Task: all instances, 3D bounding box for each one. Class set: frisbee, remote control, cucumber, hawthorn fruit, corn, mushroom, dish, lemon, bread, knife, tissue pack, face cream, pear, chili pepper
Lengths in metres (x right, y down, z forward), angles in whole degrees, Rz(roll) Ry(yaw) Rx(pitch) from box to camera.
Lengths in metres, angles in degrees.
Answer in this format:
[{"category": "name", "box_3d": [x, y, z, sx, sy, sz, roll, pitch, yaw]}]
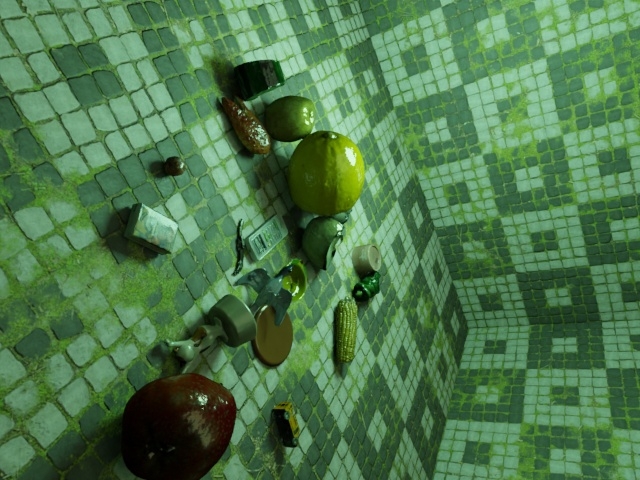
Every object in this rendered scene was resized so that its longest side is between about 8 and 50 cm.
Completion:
[{"category": "frisbee", "box_3d": [-0.183, 0.367, 1.815, 0.250, 0.021, 0.251, 24, 61, -52]}, {"category": "remote control", "box_3d": [-0.214, -0.017, 1.859, 0.250, 0.034, 0.103, -46, 119, -52]}, {"category": "cucumber", "box_3d": [-0.245, -0.644, 1.839, 0.191, 0.191, 0.130, -41, 116, -54]}, {"category": "hawthorn fruit", "box_3d": [-0.465, -0.236, 1.511, 0.103, 0.066, 0.067, 27, 58, -70]}, {"category": "corn", "box_3d": [0.123, 0.422, 2.196, 0.115, 0.115, 0.318, 25, 61, -52]}, {"category": "mushroom", "box_3d": [-0.004, 0.007, 2.069, 0.190, 0.164, 0.267, -59, 170, -16]}, {"category": "dish", "box_3d": [-0.131, 0.168, 1.895, 0.149, 0.080, 0.208, 49, 44, -33]}, {"category": "lemon", "box_3d": [0.027, -0.310, 1.977, 0.364, 0.364, 0.365, 22, 63, -53]}, {"category": "bread", "box_3d": [-0.285, -0.455, 1.819, 0.269, 0.095, 0.139, 63, 28, -17]}, {"category": "knife", "box_3d": [-0.296, 0.025, 1.732, 0.045, 0.021, 0.222, 27, 60, -48]}, {"category": "tissue pack", "box_3d": [-0.505, -0.033, 1.385, 0.148, 0.060, 0.109, 37, 53, -49]}, {"category": "face cream", "box_3d": [0.249, 0.097, 2.485, 0.149, 0.104, 0.149, 22, 63, -53]}, {"category": "pear", "box_3d": [-0.134, -0.522, 1.981, 0.229, 0.211, 0.189, -70, 158, -57]}, {"category": "chili pepper", "box_3d": [0.245, 0.253, 2.450, 0.270, 0.099, 0.136, -25, 127, -63]}, {"category": "hawthorn fruit", "box_3d": [-0.365, 0.488, 1.281, 0.369, 0.284, 0.285, -32, 108, -65]}]

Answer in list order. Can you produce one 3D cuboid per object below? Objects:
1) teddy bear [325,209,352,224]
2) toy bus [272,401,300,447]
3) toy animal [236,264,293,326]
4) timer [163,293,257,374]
[{"category": "teddy bear", "box_3d": [0.072, -0.171, 2.258, 0.251, 0.144, 0.171, 48, 30, -44]}, {"category": "toy bus", "box_3d": [-0.125, 0.703, 1.763, 0.074, 0.069, 0.162, -27, 103, -59]}, {"category": "toy animal", "box_3d": [-0.189, 0.195, 1.741, 0.239, 0.255, 0.176, 49, 1, -10]}, {"category": "timer", "box_3d": [-0.356, 0.307, 1.470, 0.266, 0.175, 0.175, -31, 108, -39]}]
